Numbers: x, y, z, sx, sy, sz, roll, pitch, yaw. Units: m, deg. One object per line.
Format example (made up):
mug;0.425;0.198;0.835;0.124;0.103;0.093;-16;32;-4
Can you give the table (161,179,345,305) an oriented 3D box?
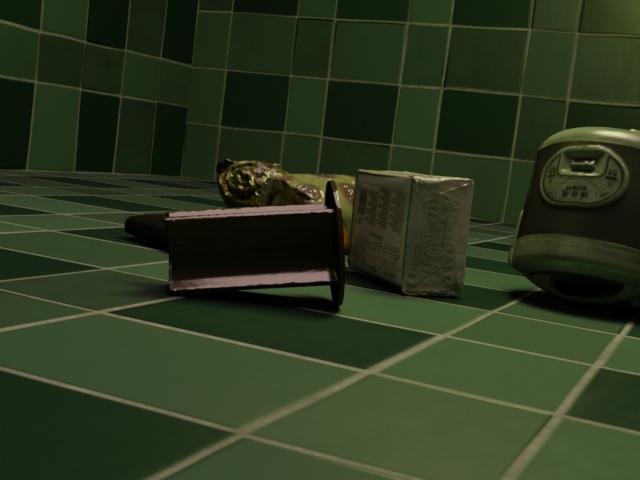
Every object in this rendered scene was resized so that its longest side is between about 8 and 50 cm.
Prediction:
table;-0.089;0.009;1.199;0.227;0.167;0.167;-3;7;-6

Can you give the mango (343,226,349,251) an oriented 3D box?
mango;-0.001;0.003;1.649;0.105;0.084;0.159;22;25;-6

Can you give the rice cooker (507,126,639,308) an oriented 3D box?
rice cooker;0.465;-0.027;1.506;0.289;0.276;0.288;16;-9;3

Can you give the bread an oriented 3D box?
bread;0.048;-0.057;1.902;0.338;0.155;0.187;2;12;-41

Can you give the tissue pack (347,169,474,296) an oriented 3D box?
tissue pack;0.143;-0.019;1.489;0.124;0.184;0.225;1;7;-21

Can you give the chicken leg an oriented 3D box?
chicken leg;-0.052;-0.094;2.249;0.429;0.152;0.201;12;-6;-31

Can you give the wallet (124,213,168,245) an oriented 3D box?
wallet;-0.174;0.002;1.588;0.197;0.051;0.378;1;10;-38
